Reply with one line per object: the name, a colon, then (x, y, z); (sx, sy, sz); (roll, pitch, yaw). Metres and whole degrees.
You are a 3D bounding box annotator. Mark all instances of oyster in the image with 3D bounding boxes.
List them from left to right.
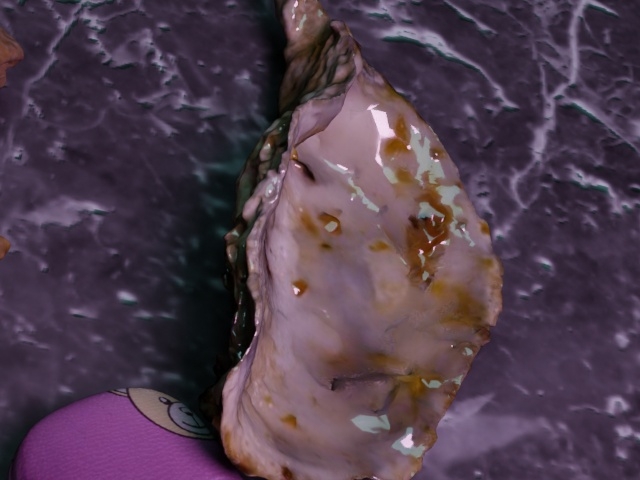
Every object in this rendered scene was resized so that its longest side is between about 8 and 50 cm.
oyster: (0.019, 0.005, 1.049); (0.204, 0.111, 0.396); (39, 40, -26)

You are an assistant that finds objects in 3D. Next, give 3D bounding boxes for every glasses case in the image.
glasses case: (-0.057, 0.219, 0.886); (0.123, 0.076, 0.316); (-17, 65, -36)

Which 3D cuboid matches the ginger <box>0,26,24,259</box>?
ginger: (-0.238, -0.026, 0.964); (0.122, 0.084, 0.290); (2, 57, 6)
